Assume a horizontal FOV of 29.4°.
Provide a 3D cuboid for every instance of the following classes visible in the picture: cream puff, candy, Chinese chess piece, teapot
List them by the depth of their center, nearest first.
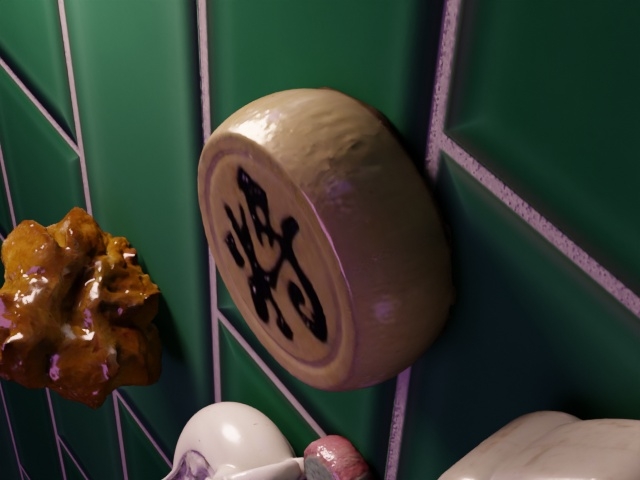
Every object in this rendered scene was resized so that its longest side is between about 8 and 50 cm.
[{"bbox_3d":[0.000,0.000,1.015,0.257,0.104,0.257,43,147,36],"label":"Chinese chess piece"},{"bbox_3d":[0.022,0.253,1.270,0.103,0.043,0.103,46,151,35],"label":"candy"},{"bbox_3d":[-0.103,0.286,1.397,0.298,0.139,0.204,-40,60,53],"label":"teapot"},{"bbox_3d":[-0.315,0.098,1.584,0.269,0.241,0.155,36,161,-8],"label":"cream puff"}]

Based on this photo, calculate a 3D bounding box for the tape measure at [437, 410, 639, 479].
[{"bbox_3d":[0.208,0.246,0.825,0.265,0.130,0.258,-13,104,58],"label":"tape measure"}]
